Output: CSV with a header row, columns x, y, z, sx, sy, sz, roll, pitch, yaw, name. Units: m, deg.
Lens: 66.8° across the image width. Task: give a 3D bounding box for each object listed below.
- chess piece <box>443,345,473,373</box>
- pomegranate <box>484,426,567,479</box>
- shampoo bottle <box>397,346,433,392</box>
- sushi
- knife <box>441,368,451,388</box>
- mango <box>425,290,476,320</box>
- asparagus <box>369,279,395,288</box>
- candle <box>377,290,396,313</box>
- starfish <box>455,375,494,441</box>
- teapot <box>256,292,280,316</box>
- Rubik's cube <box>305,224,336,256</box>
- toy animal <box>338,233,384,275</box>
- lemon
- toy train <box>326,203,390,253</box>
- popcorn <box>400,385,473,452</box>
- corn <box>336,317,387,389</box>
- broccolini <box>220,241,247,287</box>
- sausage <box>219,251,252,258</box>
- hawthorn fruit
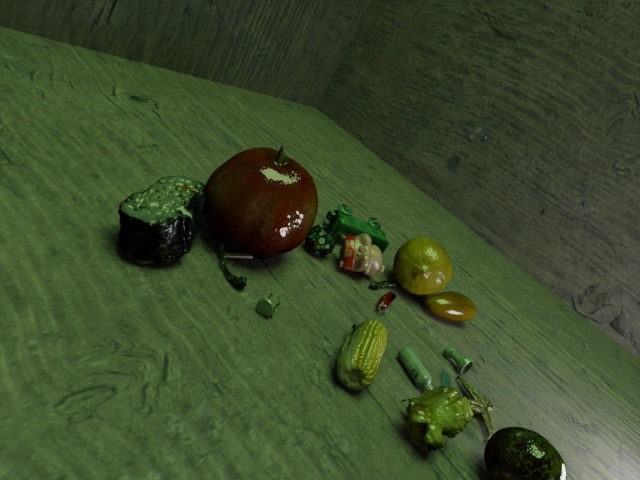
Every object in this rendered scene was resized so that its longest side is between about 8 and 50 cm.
x,y,z,sx,sy,sz,roll,pitch,yaw,name
0.501,0.433,1.781,0.067,0.067,0.103,6,25,-43,chess piece
0.535,0.636,1.318,0.214,0.214,0.248,40,63,18,pomegranate
0.321,0.434,1.574,0.056,0.056,0.195,12,30,-36,shampoo bottle
-0.467,-0.068,1.473,0.210,0.171,0.350,11,28,0,sushi
0.415,0.517,1.578,0.044,0.019,0.313,28,22,-1,knife
0.549,0.277,2.069,0.253,0.113,0.138,10,35,-25,mango
0.253,0.182,2.003,0.165,0.030,0.036,1,49,-49,asparagus
0.249,0.243,1.880,0.053,0.048,0.162,3,13,26,candle
0.510,0.544,1.593,0.138,0.050,0.247,31,21,4,starfish
-0.153,0.197,1.486,0.067,0.057,0.083,69,21,-7,teapot
0.000,0.000,1.957,0.133,0.133,0.112,10,57,-39,Rubik's cube
0.160,0.058,1.984,0.197,0.171,0.171,20,26,-39,toy animal
0.439,0.111,2.097,0.253,0.253,0.310,32,18,2,lemon
0.168,-0.043,2.229,0.300,0.120,0.202,22,29,-20,toy train
0.315,0.489,1.362,0.195,0.174,0.168,-18,10,-28,popcorn
0.130,0.339,1.479,0.123,0.122,0.305,8,17,16,corn
-0.291,0.080,1.542,0.052,0.054,0.194,-24,60,-22,broccolini
-0.284,0.052,1.638,0.132,0.024,0.024,3,37,-46,sausage
-0.202,-0.151,1.681,0.402,0.403,0.403,25,25,-13,hawthorn fruit
